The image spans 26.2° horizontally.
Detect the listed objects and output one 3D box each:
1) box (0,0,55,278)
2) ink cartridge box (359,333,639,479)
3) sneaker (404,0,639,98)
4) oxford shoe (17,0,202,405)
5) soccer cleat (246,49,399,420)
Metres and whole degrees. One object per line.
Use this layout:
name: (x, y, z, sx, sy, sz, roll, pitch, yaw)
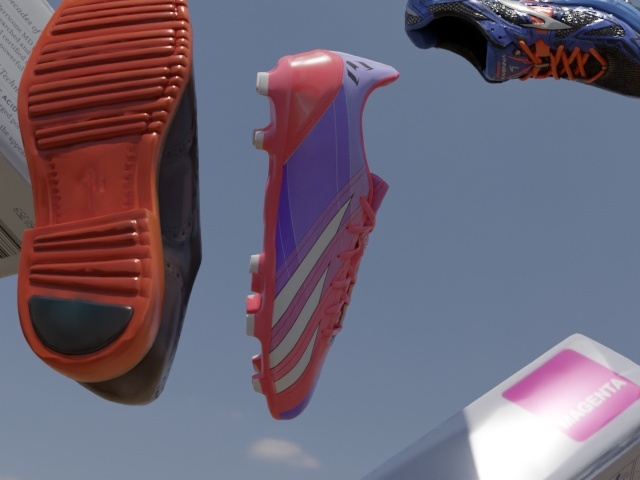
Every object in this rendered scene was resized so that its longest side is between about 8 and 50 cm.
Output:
box: (-0.249, -0.075, 0.999, 0.181, 0.119, 0.182, -14, -55, 39)
ink cartridge box: (0.050, 0.204, 0.554, 0.065, 0.186, 0.311, 32, -42, 39)
sneaker: (0.163, -0.151, 1.067, 0.221, 0.087, 0.083, 21, -32, 19)
oxford shoe: (-0.112, -0.038, 0.776, 0.097, 0.271, 0.098, -3, -27, 14)
soccer cleat: (0.000, 0.000, 0.901, 0.095, 0.248, 0.083, 1, 9, -3)
